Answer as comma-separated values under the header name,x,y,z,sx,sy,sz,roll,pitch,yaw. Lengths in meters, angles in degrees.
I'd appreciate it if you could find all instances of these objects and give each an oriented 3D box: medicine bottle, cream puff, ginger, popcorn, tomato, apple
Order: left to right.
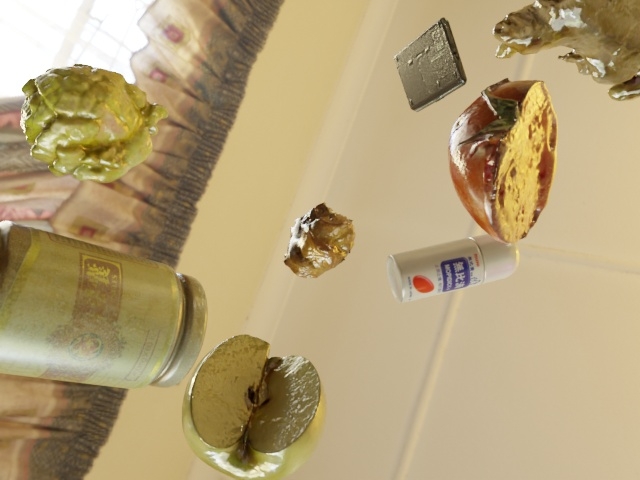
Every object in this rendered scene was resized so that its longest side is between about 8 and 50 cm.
name,x,y,z,sx,sy,sz,roll,pitch,yaw
medicine bottle,-0.292,0.068,0.602,0.151,0.322,0.151,-24,-124,43
popcorn,-0.431,-0.212,1.064,0.259,0.259,0.212,-4,-116,35
apple,-0.139,0.364,1.202,0.257,0.295,0.233,-76,-179,-53
cream puff,0.000,0.000,1.656,0.269,0.155,0.241,-40,-152,50
medicine bottle,0.352,0.065,1.479,0.341,0.130,0.130,-12,-124,-9
tomato,0.338,-0.157,1.115,0.170,0.309,0.309,20,-97,40
ginger,0.378,-0.262,0.716,0.166,0.333,0.080,112,-23,-46

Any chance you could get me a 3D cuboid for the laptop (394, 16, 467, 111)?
name,x,y,z,sx,sy,sz,roll,pitch,yaw
laptop,0.247,-0.395,1.303,0.207,0.026,0.154,-14,-87,67
